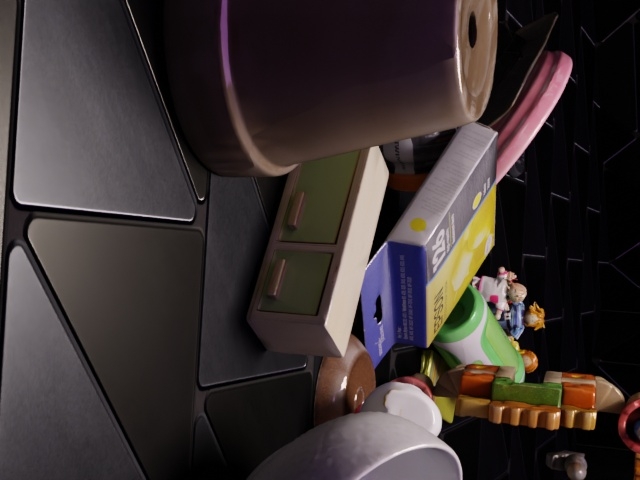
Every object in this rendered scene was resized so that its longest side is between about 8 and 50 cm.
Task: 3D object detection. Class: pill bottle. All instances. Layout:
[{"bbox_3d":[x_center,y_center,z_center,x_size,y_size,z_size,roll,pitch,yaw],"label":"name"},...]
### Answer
[{"bbox_3d":[0.135,-0.198,1.736,0.130,0.130,0.245,-42,131,-62],"label":"pill bottle"}]

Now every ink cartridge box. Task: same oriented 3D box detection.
[{"bbox_3d":[0.167,0.027,1.749,0.307,0.072,0.303,-57,159,-25],"label":"ink cartridge box"}]

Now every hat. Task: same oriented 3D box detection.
[{"bbox_3d":[0.240,-0.287,1.950,0.134,0.331,0.331,40,42,-12],"label":"hat"}]

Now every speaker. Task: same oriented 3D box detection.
[{"bbox_3d":[0.277,0.187,2.136,0.296,0.131,0.131,51,45,-49],"label":"speaker"}]

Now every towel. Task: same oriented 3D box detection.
[{"bbox_3d":[0.217,0.272,2.187,0.237,0.021,0.102,41,58,-65],"label":"towel"}]

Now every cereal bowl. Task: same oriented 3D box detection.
[{"bbox_3d":[-0.002,0.328,1.344,0.339,0.141,0.339,-29,140,-28],"label":"cereal bowl"}]

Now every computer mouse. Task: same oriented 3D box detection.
[{"bbox_3d":[0.427,-0.255,2.646,0.071,0.041,0.242,26,63,-50],"label":"computer mouse"}]

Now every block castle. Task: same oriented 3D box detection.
[{"bbox_3d":[0.318,0.365,1.861,0.213,0.453,0.303,-10,104,-77],"label":"block castle"}]

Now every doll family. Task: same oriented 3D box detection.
[{"bbox_3d":[0.356,0.179,2.332,0.118,0.163,0.263,-6,99,-69],"label":"doll family"}]

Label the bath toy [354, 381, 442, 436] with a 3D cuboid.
[{"bbox_3d":[0.057,0.358,1.579,0.129,0.151,0.348,130,-21,-73],"label":"bath toy"}]

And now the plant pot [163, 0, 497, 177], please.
[{"bbox_3d":[0.032,-0.222,1.251,0.323,0.280,0.323,3,90,-71],"label":"plant pot"}]

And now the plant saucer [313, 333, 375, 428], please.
[{"bbox_3d":[0.041,0.227,1.686,0.198,0.036,0.198,2,90,-69],"label":"plant saucer"}]

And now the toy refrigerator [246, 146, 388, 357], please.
[{"bbox_3d":[0.000,0.000,1.448,0.094,0.102,0.269,62,37,-54],"label":"toy refrigerator"}]

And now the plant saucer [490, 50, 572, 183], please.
[{"bbox_3d":[0.305,-0.203,2.059,0.332,0.084,0.332,-54,-175,7],"label":"plant saucer"}]
